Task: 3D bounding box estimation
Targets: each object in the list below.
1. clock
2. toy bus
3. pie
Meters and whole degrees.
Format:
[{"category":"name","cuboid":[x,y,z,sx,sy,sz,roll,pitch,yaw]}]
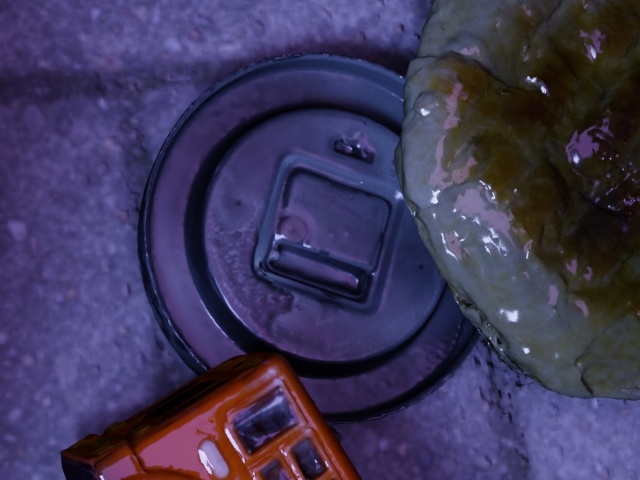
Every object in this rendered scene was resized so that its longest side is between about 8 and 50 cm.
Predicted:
[{"category":"clock","cuboid":[0.000,0.000,1.029,0.215,0.042,0.215,3,78,-16]},{"category":"toy bus","cuboid":[-0.002,0.225,0.917,0.153,0.143,0.329,-31,93,-16]},{"category":"pie","cuboid":[0.172,-0.045,1.048,0.306,0.071,0.306,7,75,-26]}]
